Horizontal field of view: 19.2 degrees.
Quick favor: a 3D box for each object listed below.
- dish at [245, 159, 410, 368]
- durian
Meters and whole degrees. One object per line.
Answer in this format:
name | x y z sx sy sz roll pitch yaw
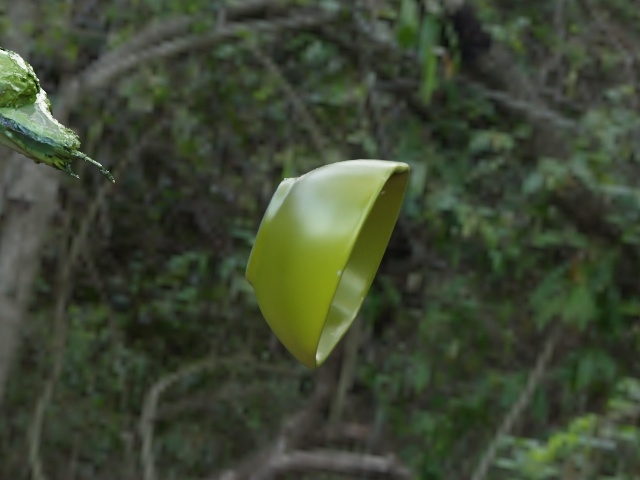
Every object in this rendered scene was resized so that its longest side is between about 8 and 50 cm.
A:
dish | 0.000 0.000 1.924 0.108 0.221 0.262 23 14 8
durian | -0.400 -0.180 2.280 0.375 0.107 0.132 26 -14 13
